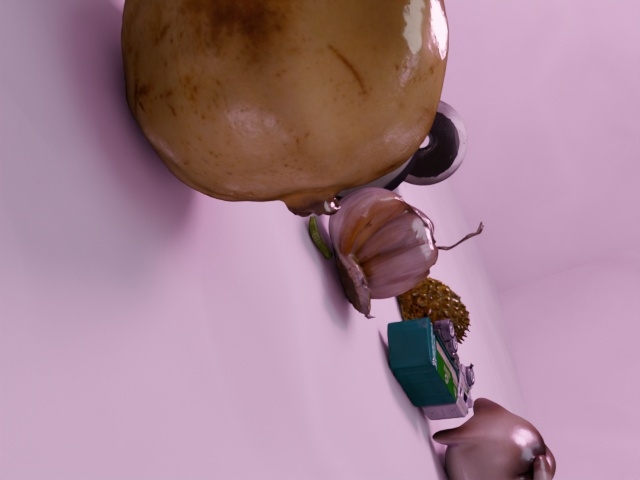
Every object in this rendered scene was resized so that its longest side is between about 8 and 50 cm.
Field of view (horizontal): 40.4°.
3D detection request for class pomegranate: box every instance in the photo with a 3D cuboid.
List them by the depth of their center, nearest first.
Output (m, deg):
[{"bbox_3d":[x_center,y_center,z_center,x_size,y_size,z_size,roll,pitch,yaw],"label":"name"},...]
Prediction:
[{"bbox_3d":[-0.030,-0.176,0.862,0.332,0.332,0.332,-20,90,-76],"label":"pomegranate"}]

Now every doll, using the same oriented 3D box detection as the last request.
[{"bbox_3d":[0.370,0.498,1.641,0.215,0.226,0.370,-26,103,-41],"label":"doll"}]

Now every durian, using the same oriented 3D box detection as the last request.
[{"bbox_3d":[0.231,0.164,1.804,0.252,0.144,0.139,54,-1,-34],"label":"durian"}]

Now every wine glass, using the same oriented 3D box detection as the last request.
[{"bbox_3d":[0.261,-0.260,2.233,0.323,0.238,0.238,-68,137,-82],"label":"wine glass"}]

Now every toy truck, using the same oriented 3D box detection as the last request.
[{"bbox_3d":[0.200,0.230,1.582,0.253,0.114,0.124,59,32,-38],"label":"toy truck"}]

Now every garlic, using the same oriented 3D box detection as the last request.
[{"bbox_3d":[0.116,0.028,1.337,0.207,0.256,0.207,-12,106,-48],"label":"garlic"}]

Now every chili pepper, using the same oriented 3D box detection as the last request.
[{"bbox_3d":[-0.001,0.000,1.324,0.030,0.017,0.083,-94,162,-50],"label":"chili pepper"}]

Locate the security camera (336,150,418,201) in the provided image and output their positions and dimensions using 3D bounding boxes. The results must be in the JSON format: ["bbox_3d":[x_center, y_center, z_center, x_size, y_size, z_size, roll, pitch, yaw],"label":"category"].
[{"bbox_3d":[0.032,-0.207,1.378,0.277,0.191,0.197,51,25,-50],"label":"security camera"}]
